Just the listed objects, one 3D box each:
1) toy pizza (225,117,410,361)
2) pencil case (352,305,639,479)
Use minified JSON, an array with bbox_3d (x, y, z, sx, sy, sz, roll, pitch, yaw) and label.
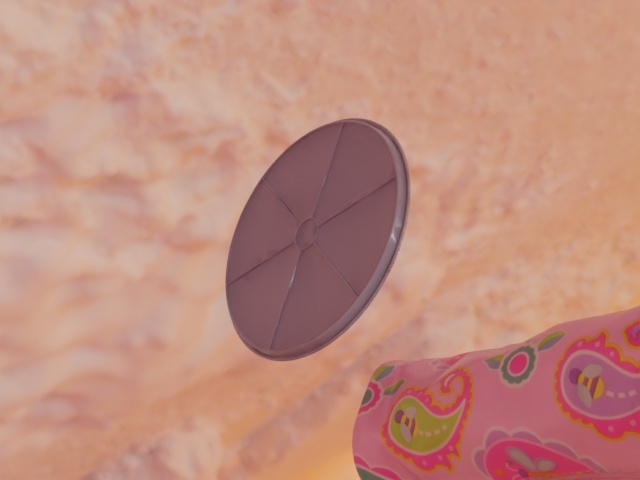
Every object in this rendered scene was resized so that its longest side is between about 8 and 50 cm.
[{"bbox_3d":[0.000,0.000,0.927,0.032,0.201,0.201,27,123,-37],"label":"toy pizza"},{"bbox_3d":[0.143,0.109,0.716,0.124,0.124,0.284,-9,172,-45],"label":"pencil case"}]
